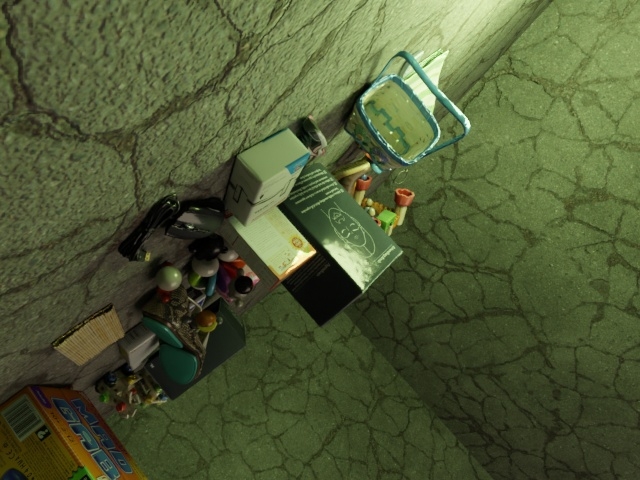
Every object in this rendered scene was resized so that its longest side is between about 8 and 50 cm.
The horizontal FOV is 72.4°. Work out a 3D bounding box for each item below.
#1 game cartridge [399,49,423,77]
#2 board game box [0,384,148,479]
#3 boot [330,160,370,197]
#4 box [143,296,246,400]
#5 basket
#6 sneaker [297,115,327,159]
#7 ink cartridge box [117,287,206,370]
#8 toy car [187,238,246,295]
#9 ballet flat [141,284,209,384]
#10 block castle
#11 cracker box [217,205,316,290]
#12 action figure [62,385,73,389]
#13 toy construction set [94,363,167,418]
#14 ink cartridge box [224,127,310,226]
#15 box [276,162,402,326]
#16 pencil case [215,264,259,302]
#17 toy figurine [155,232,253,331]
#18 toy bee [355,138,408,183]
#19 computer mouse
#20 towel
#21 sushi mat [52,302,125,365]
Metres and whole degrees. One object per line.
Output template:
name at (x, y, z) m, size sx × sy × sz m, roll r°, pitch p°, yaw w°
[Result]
game cartridge at (0.254, -0.496, 1.234) m, size 0.056 × 0.017 × 0.083 m, roll -36°, pitch 172°, yaw -19°
board game box at (-0.757, 0.652, 1.160) m, size 0.356 × 0.356 × 0.356 m, roll -40°, pitch 168°, yaw -19°
boot at (0.092, -0.153, 1.569) m, size 0.249 × 0.206 × 0.090 m, roll -25°, pitch -156°, yaw 5°
box at (-0.492, 0.422, 1.770) m, size 0.343 × 0.178 × 0.312 m, roll -36°, pitch -172°, yaw -7°
basket at (0.215, -0.315, 1.138) m, size 0.201 × 0.254 × 0.289 m, roll -47°, pitch -173°, yaw -31°
sneaker at (-0.032, -0.230, 1.052) m, size 0.077 × 0.071 × 0.178 m, roll -31°, pitch 168°, yaw -4°
ink cartridge box at (-0.561, 0.312, 1.551) m, size 0.304 × 0.072 × 0.307 m, roll -40°, pitch 176°, yaw -33°
toy car at (-0.299, 0.093, 1.298) m, size 0.182 × 0.136 × 0.159 m, roll -38°, pitch 173°, yaw -36°
ballet flat at (-0.434, 0.293, 1.393) m, size 0.482 × 0.164 × 0.182 m, roll 97°, pitch 16°, yaw -50°
block castle at (0.177, -0.144, 1.836) m, size 0.453 × 0.303 × 0.212 m, roll -37°, pitch 144°, yaw -51°
cracker box at (-0.143, -0.008, 1.116) m, size 0.156 × 0.232 × 0.067 m, roll -36°, pitch 173°, yaw -45°
action figure at (-0.813, 0.485, 1.337) m, size 0.115 × 0.030 × 0.038 m, roll -40°, pitch 172°, yaw -40°
toy construction set at (-0.729, 0.585, 1.690) m, size 0.151 × 0.215 × 0.327 m, roll -43°, pitch 174°, yaw -1°
ink cartridge box at (-0.127, -0.138, 0.995) m, size 0.148 × 0.086 × 0.203 m, roll -39°, pitch 173°, yaw -30°
box at (0.000, 0.000, 1.316) m, size 0.212 × 0.395 × 0.294 m, roll -47°, pitch 172°, yaw 37°
pencil case at (-0.277, 0.111, 1.682) m, size 0.284 × 0.124 × 0.124 m, roll -41°, pitch 174°, yaw -25°
toy figurine at (-0.292, 0.111, 1.113) m, size 0.213 × 0.209 × 0.148 m, roll -40°, pitch -176°, yaw -29°
toy bee at (0.199, -0.321, 1.647) m, size 0.195 × 0.162 × 0.298 m, roll -33°, pitch 149°, yaw -5°
computer mouse at (-0.297, -0.012, 0.930) m, size 0.184 × 0.060 × 0.262 m, roll -44°, pitch 174°, yaw 11°
towel at (0.306, -0.436, 1.437) m, size 0.248 × 0.038 × 0.324 m, roll -40°, pitch 156°, yaw -21°
sushi mat at (-0.593, 0.255, 1.145) m, size 0.151 × 0.019 × 0.316 m, roll -38°, pitch 173°, yaw -28°
